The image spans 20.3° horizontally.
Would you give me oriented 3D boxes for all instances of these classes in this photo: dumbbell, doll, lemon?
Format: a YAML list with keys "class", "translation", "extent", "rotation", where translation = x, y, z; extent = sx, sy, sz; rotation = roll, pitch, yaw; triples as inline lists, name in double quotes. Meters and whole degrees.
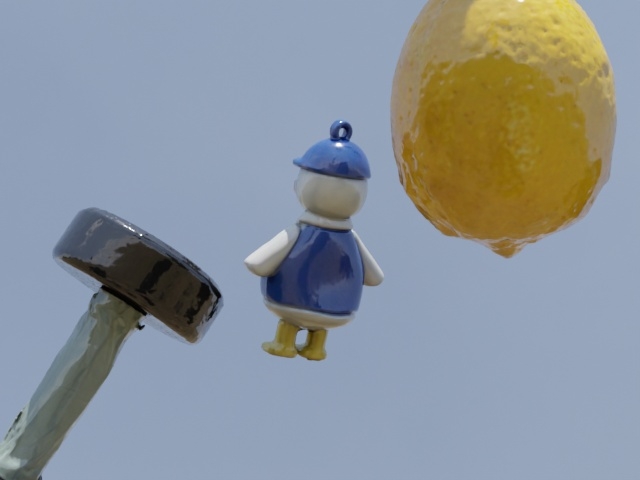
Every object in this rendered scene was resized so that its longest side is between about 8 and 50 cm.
- class: "dumbbell"
  translation: [-0.142, 0.084, 0.994]
  extent: [0.100, 0.191, 0.100]
  rotation: [32, -9, 6]
- class: "doll"
  translation: [0.000, 0.000, 1.038]
  extent: [0.099, 0.143, 0.058]
  rotation: [4, 11, -37]
- class: "lemon"
  translation: [0.090, -0.067, 0.881]
  extent: [0.114, 0.155, 0.114]
  rotation: [0, 9, 0]
